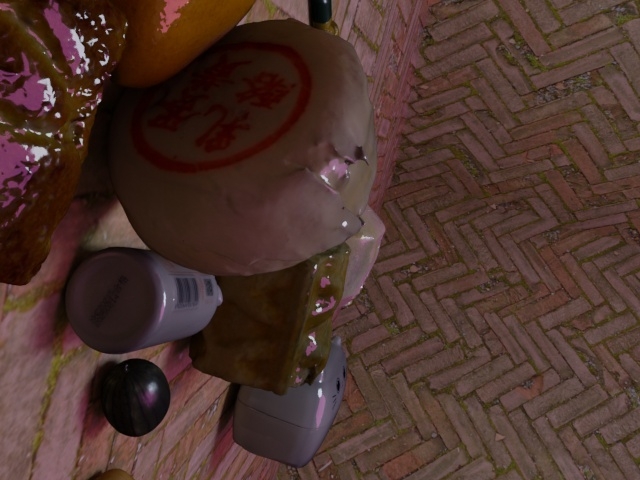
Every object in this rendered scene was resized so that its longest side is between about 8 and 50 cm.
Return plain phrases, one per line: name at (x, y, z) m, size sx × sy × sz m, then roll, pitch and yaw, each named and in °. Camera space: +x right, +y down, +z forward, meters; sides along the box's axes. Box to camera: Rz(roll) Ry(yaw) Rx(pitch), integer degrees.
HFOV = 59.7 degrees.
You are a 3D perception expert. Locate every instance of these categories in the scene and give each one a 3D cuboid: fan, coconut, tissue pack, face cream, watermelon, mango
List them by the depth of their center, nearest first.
mango at (-0.109, -0.215, 0.442) m, size 0.145 × 0.112 × 0.219 m, roll 83°, pitch 30°, yaw -70°
face cream at (-0.169, 0.063, 0.627) m, size 0.251 × 0.101 × 0.101 m, roll 25°, pitch 83°, yaw -81°
watermelon at (-0.216, 0.182, 0.654) m, size 0.111 × 0.078 × 0.078 m, roll 97°, pitch 15°, yaw -45°
fan at (0.005, -0.375, 0.981) m, size 0.155 × 0.039 × 0.082 m, roll 84°, pitch 26°, yaw -65°
coconut at (0.000, 0.000, 1.052) m, size 0.233 × 0.233 × 0.245 m, roll -41°, pitch 152°, yaw -71°
tissue pack at (-0.061, 0.347, 1.322) m, size 0.333 × 0.229 × 0.236 m, roll -32°, pitch 138°, yaw -76°

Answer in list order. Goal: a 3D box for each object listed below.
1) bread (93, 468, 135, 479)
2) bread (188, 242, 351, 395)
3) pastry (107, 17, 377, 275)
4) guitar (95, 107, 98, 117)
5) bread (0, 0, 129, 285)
bread at (-0.283, 0.369, 0.590) m, size 0.305 × 0.091 × 0.142 m, roll -30°, pitch 142°, yaw -74°
bread at (-0.075, 0.090, 0.868) m, size 0.196 × 0.238 × 0.252 m, roll -85°, pitch -164°, yaw -78°
pastry at (-0.067, -0.089, 0.505) m, size 0.133 × 0.265 × 0.265 m, roll 72°, pitch 35°, yaw -52°
guitar at (-0.225, -0.025, 0.390) m, size 0.088 × 0.025 × 0.233 m, roll 61°, pitch 49°, yaw -76°
bread at (-0.184, -0.069, 0.302) m, size 0.132 × 0.103 × 0.172 m, roll 25°, pitch 85°, yaw -60°
